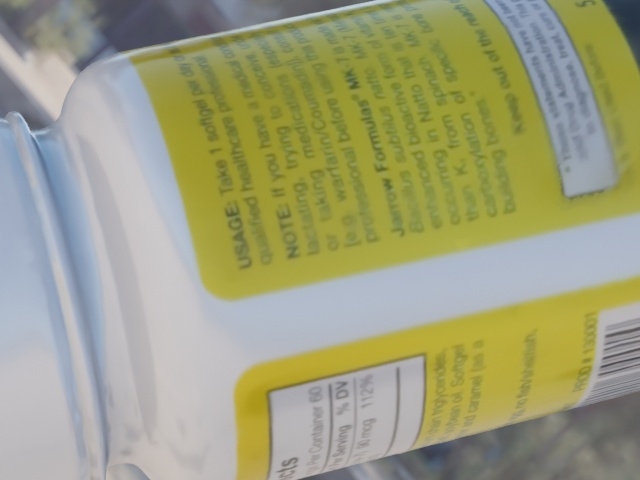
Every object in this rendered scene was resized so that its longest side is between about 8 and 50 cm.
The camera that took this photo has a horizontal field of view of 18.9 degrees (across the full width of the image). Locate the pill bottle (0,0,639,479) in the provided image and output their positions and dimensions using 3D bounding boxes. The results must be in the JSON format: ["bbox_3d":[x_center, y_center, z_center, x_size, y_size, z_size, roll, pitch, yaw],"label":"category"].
[{"bbox_3d":[0.000,0.000,0.507,0.119,0.208,0.119,168,-90,-77],"label":"pill bottle"}]
